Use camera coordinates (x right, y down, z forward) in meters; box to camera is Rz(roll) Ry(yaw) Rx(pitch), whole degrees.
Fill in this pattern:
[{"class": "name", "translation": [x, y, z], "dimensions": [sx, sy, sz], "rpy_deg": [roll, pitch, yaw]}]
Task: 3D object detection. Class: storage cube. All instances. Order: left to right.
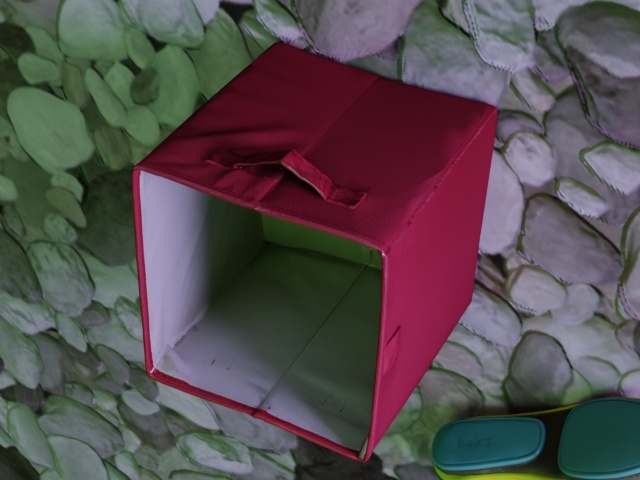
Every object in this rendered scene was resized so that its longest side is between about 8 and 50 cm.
[{"class": "storage cube", "translation": [0.000, 0.000, 0.949], "dimensions": [0.183, 0.193, 0.215], "rpy_deg": [19, 130, 20]}]

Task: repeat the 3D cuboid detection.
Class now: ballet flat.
[{"class": "ballet flat", "translation": [0.193, 0.168, 1.047], "dimensions": [0.231, 0.077, 0.077], "rpy_deg": [-10, 138, 40]}]
